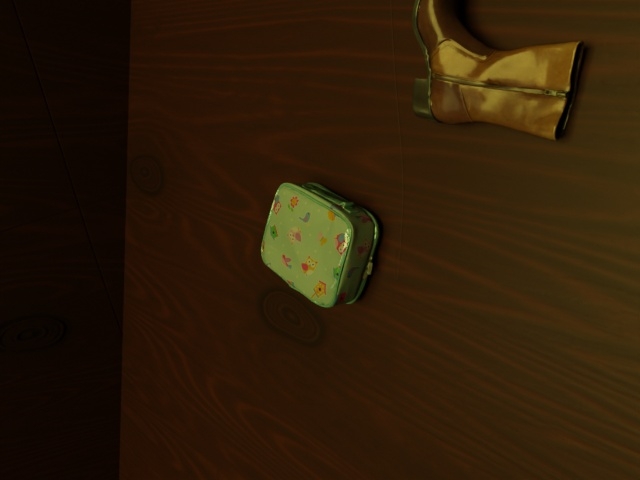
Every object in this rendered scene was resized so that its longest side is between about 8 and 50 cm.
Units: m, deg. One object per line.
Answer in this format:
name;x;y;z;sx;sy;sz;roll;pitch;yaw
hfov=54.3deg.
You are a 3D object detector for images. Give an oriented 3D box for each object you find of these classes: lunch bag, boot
lunch bag;0.000;0.000;1.338;0.279;0.108;0.223;33;113;41
boot;0.273;-0.306;0.994;0.281;0.096;0.263;19;108;46
